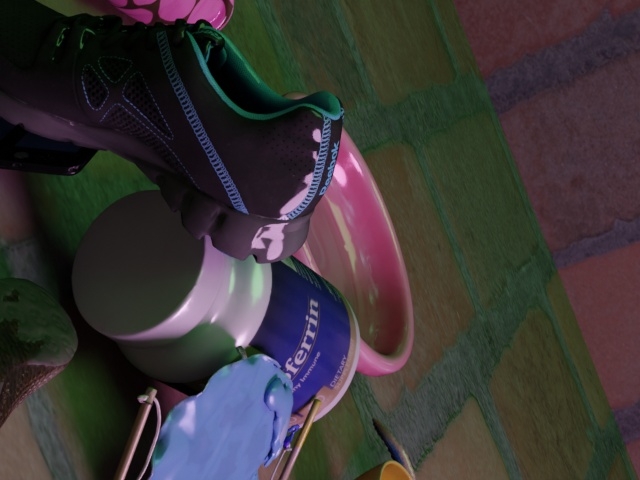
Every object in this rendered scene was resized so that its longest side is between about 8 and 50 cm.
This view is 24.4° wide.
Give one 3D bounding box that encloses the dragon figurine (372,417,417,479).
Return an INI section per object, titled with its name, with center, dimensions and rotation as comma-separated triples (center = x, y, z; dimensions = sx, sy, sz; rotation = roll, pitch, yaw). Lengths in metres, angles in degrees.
[dragon figurine]
center = 0.102, 0.339, 1.562
dimensions = 0.289, 0.144, 0.085
rotation = 52, 12, -11

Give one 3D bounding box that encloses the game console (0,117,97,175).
[game console]
center = -0.227, -0.109, 1.180
dimensions = 0.122, 0.107, 0.071
rotation = -67, 162, -63

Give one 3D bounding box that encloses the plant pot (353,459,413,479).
[plant pot]
center = 0.046, 0.295, 1.461
dimensions = 0.134, 0.095, 0.134
rotation = 54, 25, -39

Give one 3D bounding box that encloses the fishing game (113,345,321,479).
[fishing game]
center = -0.090, 0.171, 1.183
dimensions = 0.264, 0.041, 0.189
rotation = 7, 106, -60

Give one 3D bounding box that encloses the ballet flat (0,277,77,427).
[ballet flat]
center = -0.229, 0.093, 1.003
dimensions = 0.084, 0.058, 0.250
rotation = 43, 19, -9

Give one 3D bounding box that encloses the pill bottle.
[pill bottle]
center = -0.086, 0.061, 1.259
dimensions = 0.264, 0.153, 0.153
rotation = 37, 37, -56

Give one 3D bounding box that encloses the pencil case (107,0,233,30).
[pencil case]
center = -0.162, -0.267, 1.467
dimensions = 0.209, 0.098, 0.095
rotation = 15, 56, -66

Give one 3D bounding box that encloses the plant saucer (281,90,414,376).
[plant saucer]
center = 0.000, 0.000, 1.658
dimensions = 0.332, 0.084, 0.332
rotation = 54, 24, -37

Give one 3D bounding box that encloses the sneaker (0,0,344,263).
[sneaker]
center = -0.136, -0.126, 1.130
dimensions = 0.341, 0.140, 0.125
rotation = 30, 30, 5
